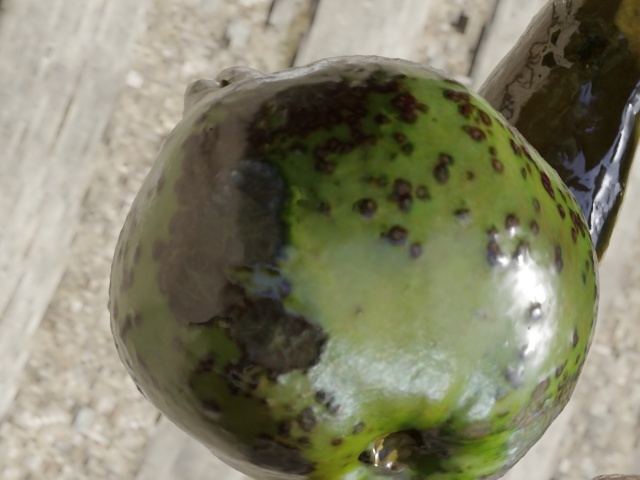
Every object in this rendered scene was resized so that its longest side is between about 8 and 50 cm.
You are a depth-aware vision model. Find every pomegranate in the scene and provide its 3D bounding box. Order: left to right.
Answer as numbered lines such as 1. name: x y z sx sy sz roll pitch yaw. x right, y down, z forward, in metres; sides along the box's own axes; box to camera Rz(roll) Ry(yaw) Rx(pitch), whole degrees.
1. pomegranate: -0.002 0.012 0.561 0.138 0.163 0.125 22 82 -39

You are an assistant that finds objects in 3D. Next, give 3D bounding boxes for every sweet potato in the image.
1. sweet potato: 0.143 -0.060 1.213 0.130 0.130 0.422 35 82 -52

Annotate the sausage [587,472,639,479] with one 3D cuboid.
1. sausage: 0.271 0.254 1.424 0.152 0.280 0.152 -11 104 -51
